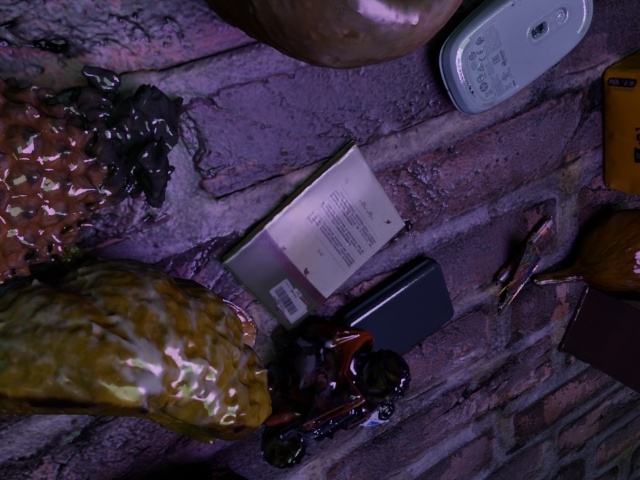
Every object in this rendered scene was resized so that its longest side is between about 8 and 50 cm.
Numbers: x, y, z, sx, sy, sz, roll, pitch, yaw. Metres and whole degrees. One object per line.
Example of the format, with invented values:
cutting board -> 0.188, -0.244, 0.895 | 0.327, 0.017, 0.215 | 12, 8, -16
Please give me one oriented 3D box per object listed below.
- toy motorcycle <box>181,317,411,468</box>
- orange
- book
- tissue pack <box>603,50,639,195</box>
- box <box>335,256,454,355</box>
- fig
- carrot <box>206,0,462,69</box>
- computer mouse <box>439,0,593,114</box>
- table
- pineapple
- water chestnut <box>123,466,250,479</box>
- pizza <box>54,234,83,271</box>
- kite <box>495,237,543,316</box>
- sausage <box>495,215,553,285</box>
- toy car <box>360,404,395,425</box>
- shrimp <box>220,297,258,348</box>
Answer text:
toy motorcycle -> -0.049, 0.265, 0.817 | 0.401, 0.207, 0.134 | -37, 138, 10
orange -> -0.223, 0.138, 0.597 | 0.369, 0.271, 0.210 | 29, 64, -39
book -> 0.000, 0.000, 0.807 | 0.289, 0.026, 0.201 | -42, 123, -7
tissue pack -> 0.780, -0.216, 0.921 | 0.228, 0.382, 0.293 | -30, 120, -17
box -> 0.149, 0.146, 0.932 | 0.230, 0.050, 0.160 | -32, 122, -13
fig -> 0.648, 0.044, 1.123 | 0.290, 0.190, 0.190 | -23, 127, 25
carrot -> -0.010, -0.301, 0.496 | 0.224, 0.341, 0.224 | -14, 119, -26
computer mouse -> 0.316, -0.340, 0.796 | 0.288, 0.097, 0.159 | -36, 125, 3
table -> 0.819, 0.262, 1.194 | 0.251, 0.282, 0.196 | 8, 105, -31
pineapple -> -0.290, -0.086, 0.530 | 0.357, 0.223, 0.222 | -26, 121, -29
water chestnut -> -0.230, 0.501, 0.755 | 0.350, 0.302, 0.350 | -36, 158, -17
pizza -> -0.338, 0.007, 0.639 | 0.037, 0.016, 0.083 | -13, 112, -22
kite -> 0.437, 0.070, 1.051 | 0.183, 0.014, 0.241 | -32, 142, -27
sausage -> 0.446, 0.022, 1.053 | 0.198, 0.025, 0.028 | -51, 132, -1
toy car -> 0.076, 0.319, 0.948 | 0.171, 0.080, 0.070 | 25, 99, -34
shrimp -> -0.200, 0.171, 0.767 | 0.195, 0.035, 0.148 | -42, 122, -6
